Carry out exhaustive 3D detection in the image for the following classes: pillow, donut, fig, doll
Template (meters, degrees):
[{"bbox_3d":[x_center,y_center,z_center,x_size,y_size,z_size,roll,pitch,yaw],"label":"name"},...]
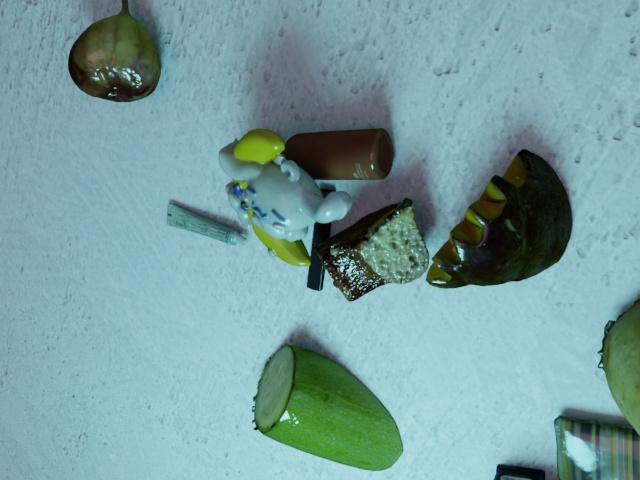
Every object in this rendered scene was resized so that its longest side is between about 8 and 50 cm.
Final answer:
[{"bbox_3d":[0.474,0.380,0.953,0.212,0.052,0.208,0,102,27],"label":"pillow"},{"bbox_3d":[0.087,0.017,1.014,0.186,0.144,0.126,-28,100,8],"label":"donut"},{"bbox_3d":[-0.363,-0.364,1.114,0.160,0.143,0.231,10,105,-8],"label":"fig"},{"bbox_3d":[-0.069,-0.069,0.984,0.252,0.111,0.237,48,145,20],"label":"doll"}]

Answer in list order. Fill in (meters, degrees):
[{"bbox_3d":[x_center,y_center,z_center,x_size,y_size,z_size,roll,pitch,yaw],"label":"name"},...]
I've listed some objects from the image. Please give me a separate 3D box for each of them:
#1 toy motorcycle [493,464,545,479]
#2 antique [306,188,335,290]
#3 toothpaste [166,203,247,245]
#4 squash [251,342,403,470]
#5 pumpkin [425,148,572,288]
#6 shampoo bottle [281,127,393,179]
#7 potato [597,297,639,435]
[{"bbox_3d":[0.331,0.577,1.009,0.125,0.212,0.358,-3,100,31],"label":"toy motorcycle"},{"bbox_3d":[0.000,0.000,1.106,0.031,0.015,0.192,17,112,24],"label":"antique"},{"bbox_3d":[-0.225,-0.026,1.210,0.197,0.029,0.048,18,111,25],"label":"toothpaste"},{"bbox_3d":[0.018,0.326,1.197,0.260,0.189,0.189,22,121,-20],"label":"squash"},{"bbox_3d":[0.269,0.012,0.901,0.149,0.130,0.254,37,118,14],"label":"pumpkin"},{"bbox_3d":[-0.003,-0.142,1.026,0.244,0.085,0.085,5,108,29],"label":"shampoo bottle"},{"bbox_3d":[0.500,0.172,0.784,0.285,0.242,0.242,-23,94,29],"label":"potato"}]
